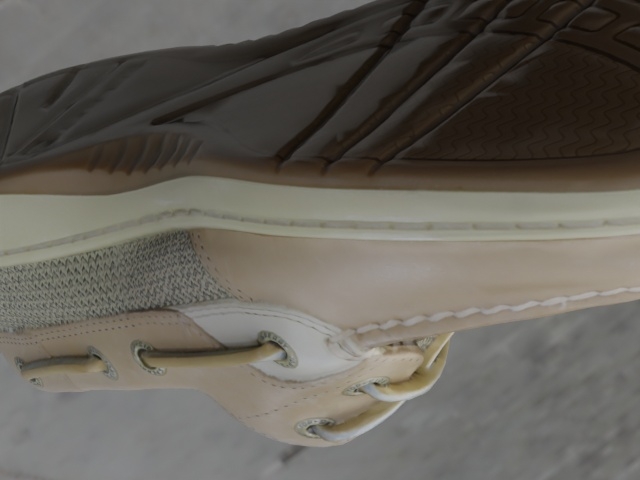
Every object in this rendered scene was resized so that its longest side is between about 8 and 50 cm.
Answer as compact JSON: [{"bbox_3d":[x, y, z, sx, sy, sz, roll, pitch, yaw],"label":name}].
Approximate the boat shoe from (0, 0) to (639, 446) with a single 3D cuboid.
[{"bbox_3d":[0.000,0.000,0.495,0.109,0.302,0.098,-43,118,-40],"label":"boat shoe"}]
